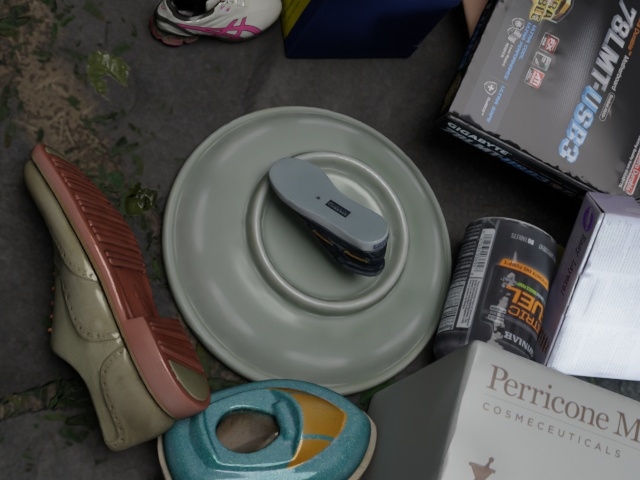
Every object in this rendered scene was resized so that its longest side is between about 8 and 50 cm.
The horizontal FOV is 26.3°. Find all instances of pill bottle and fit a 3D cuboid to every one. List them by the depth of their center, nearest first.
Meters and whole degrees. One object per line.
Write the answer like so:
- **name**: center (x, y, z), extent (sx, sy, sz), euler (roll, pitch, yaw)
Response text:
- **pill bottle**: center (0.225, 0.103, 1.796), extent (0.130, 0.130, 0.245), euler (22, 68, -12)

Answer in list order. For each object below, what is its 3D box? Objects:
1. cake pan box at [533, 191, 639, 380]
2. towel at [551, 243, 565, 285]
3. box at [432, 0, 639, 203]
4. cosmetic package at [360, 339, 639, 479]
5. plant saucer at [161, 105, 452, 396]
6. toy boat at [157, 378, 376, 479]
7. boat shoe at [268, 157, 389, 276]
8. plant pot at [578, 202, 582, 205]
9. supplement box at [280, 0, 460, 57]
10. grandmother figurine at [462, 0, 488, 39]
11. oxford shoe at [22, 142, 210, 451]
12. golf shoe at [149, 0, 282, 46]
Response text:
- **cake pan box**: center (0.433, 0.065, 1.826), extent (0.246, 0.266, 0.070), euler (4, 29, -19)
- **towel**: center (0.334, 0.049, 1.918), extent (0.060, 0.009, 0.083), euler (42, 65, -4)
- **box**: center (0.341, -0.220, 1.842), extent (0.293, 0.073, 0.295), euler (27, 77, -8)
- **cosmetic package**: center (0.211, 0.379, 1.597), extent (0.330, 0.327, 0.393), euler (21, 67, -12)
- **plant saucer**: center (0.000, 0.000, 1.766), extent (0.401, 0.100, 0.400), euler (6, 72, -18)
- **toy boat**: center (-0.034, 0.281, 1.586), extent (0.268, 0.148, 0.318), euler (-12, 48, -20)
- **boat shoe**: center (0.007, -0.025, 1.690), extent (0.183, 0.083, 0.065), euler (38, 61, 25)
- **plant pot**: center (0.410, -0.142, 1.942), extent (0.237, 0.110, 0.237), euler (2, 80, -14)
- **supplement box**: center (0.046, -0.450, 1.869), extent (0.195, 0.194, 0.356), euler (-4, 75, -20)
- **grandmother figurine**: center (0.236, -0.380, 1.916), extent (0.208, 0.104, 0.342), euler (-29, 104, -29)
- **oxford shoe**: center (-0.282, 0.063, 1.628), extent (0.147, 0.140, 0.397), euler (-34, 67, 12)
- **golf shoe**: center (-0.131, -0.305, 1.823), extent (0.186, 0.086, 0.067), euler (-14, 77, -24)
